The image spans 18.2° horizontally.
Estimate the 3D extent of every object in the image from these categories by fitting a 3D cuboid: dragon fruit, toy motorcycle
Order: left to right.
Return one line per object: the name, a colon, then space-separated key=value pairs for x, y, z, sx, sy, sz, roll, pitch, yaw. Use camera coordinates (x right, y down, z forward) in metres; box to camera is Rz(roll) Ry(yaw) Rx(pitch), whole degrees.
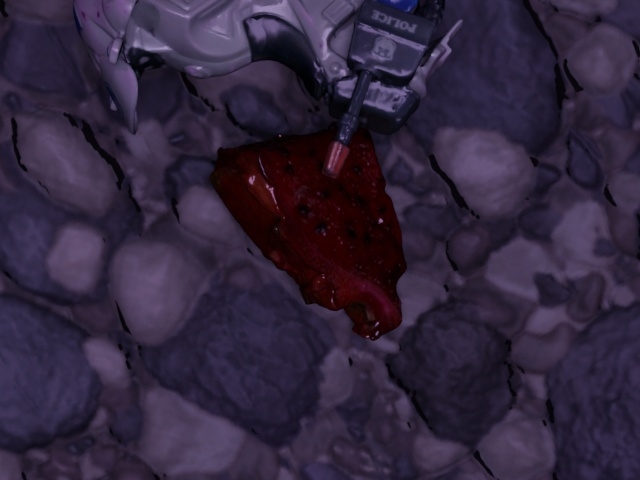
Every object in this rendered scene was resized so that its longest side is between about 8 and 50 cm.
toy motorcycle: x=-0.040 y=-0.115 z=1.086 sx=0.221 sy=0.102 sz=0.150 roll=18 pitch=74 yaw=0
dragon fruit: x=0.000 y=-0.001 z=1.118 sx=0.097 sy=0.063 sz=0.131 roll=-19 pitch=95 yaw=-5
